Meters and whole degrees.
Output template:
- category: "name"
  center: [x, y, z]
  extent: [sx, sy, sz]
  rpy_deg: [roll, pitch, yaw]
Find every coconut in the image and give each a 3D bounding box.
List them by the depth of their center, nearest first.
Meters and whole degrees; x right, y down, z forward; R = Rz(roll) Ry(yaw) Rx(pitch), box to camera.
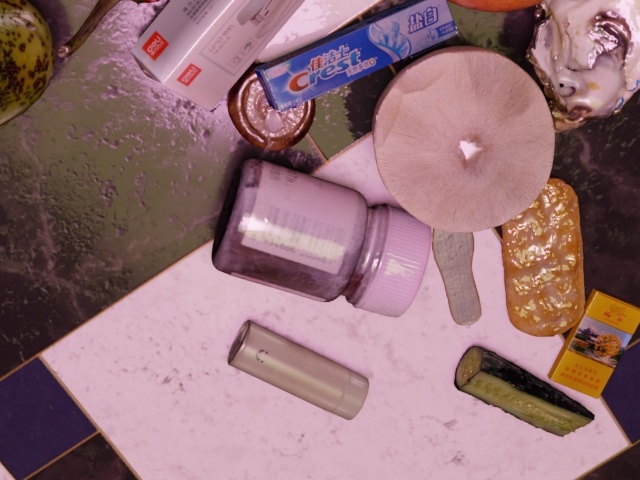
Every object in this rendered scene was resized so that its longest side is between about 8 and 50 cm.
- category: "coconut"
  center: [0.186, -0.135, 1.522]
  extent: [0.238, 0.266, 0.237]
  rpy_deg: [1, 108, 3]

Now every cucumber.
- category: "cucumber"
  center: [0.308, 0.225, 1.750]
  extent: [0.211, 0.062, 0.078]
  rpy_deg: [25, 136, -18]

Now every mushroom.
- category: "mushroom"
  center: [-0.067, -0.183, 1.593]
  extent: [0.123, 0.052, 0.123]
  rpy_deg: [-2, 103, -11]

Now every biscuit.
- category: "biscuit"
  center: [0.326, 0.027, 1.705]
  extent: [0.119, 0.029, 0.247]
  rpy_deg: [-8, 107, -3]

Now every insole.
- category: "insole"
  center: [0.201, 0.039, 1.709]
  extent: [0.064, 0.004, 0.188]
  rpy_deg: [-13, 107, -1]

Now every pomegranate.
- category: "pomegranate"
  center: [-0.460, -0.264, 1.479]
  extent: [0.222, 0.276, 0.204]
  rpy_deg: [-4, 147, -25]

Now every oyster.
- category: "oyster"
  center: [0.375, -0.273, 1.597]
  extent: [0.223, 0.083, 0.214]
  rpy_deg: [-27, 113, -9]

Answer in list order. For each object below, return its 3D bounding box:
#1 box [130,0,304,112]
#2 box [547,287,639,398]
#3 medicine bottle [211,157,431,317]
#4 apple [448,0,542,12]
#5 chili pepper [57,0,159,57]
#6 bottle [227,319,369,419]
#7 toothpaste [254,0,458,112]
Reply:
- category: "box"
  center: [-0.113, -0.299, 1.507]
  extent: [0.269, 0.135, 0.079]
  rpy_deg: [-48, 66, 8]
- category: "box"
  center: [0.415, 0.156, 1.756]
  extent: [0.087, 0.023, 0.155]
  rpy_deg: [23, 102, -9]
- category: "medicine bottle"
  center: [0.000, 0.000, 1.596]
  extent: [0.273, 0.165, 0.165]
  rpy_deg: [17, 104, -12]
- category: "apple"
  center: [0.216, -0.425, 1.473]
  extent: [0.252, 0.206, 0.271]
  rpy_deg: [-3, 108, -2]
- category: "chili pepper"
  center: [-0.220, -0.371, 1.479]
  extent: [0.338, 0.134, 0.131]
  rpy_deg: [-47, 64, 5]
- category: "bottle"
  center: [-0.031, 0.190, 1.694]
  extent: [0.202, 0.072, 0.072]
  rpy_deg: [27, 102, -12]
- category: "toothpaste"
  center: [0.050, -0.254, 1.558]
  extent: [0.272, 0.053, 0.066]
  rpy_deg: [-25, 109, -10]
